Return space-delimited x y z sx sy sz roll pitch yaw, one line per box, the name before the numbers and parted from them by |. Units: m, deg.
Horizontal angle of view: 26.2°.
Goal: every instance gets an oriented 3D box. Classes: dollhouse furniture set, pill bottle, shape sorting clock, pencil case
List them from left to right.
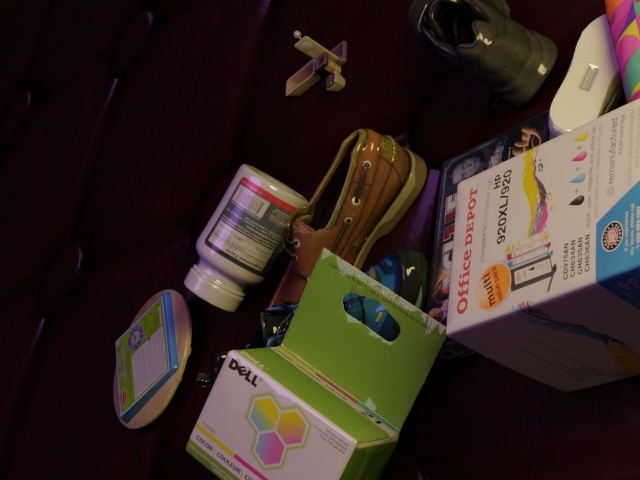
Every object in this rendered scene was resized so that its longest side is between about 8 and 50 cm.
shape sorting clock | -0.240 0.170 1.966 0.206 0.040 0.206 -32 46 39
pill bottle | -0.103 -0.001 1.834 0.180 0.108 0.108 -59 31 5
dollhouse furniture set | -0.030 -0.238 1.938 0.114 0.081 0.091 -35 40 38
pencil case | 0.337 -0.199 1.336 0.104 0.104 0.236 -41 36 32

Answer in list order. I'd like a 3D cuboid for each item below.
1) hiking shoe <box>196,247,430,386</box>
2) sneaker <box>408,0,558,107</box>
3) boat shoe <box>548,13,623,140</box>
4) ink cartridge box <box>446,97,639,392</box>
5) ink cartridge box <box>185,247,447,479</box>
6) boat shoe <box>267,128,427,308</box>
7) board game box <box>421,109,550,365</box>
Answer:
hiking shoe | -0.001 0.110 1.567 0.304 0.132 0.113 -45 34 26
sneaker | 0.165 -0.256 1.615 0.109 0.130 0.286 -60 29 8
boat shoe | 0.286 -0.160 1.420 0.063 0.066 0.184 90 -157 -58
ink cartridge box | 0.253 0.013 1.228 0.233 0.168 0.171 -25 47 46
ink cartridge box | -0.007 0.160 1.458 0.189 0.097 0.255 33 108 29
boat shoe | 0.000 0.000 1.680 0.307 0.104 0.111 -58 31 7
board game box | 0.189 -0.002 1.460 0.165 0.042 0.243 -26 46 45
